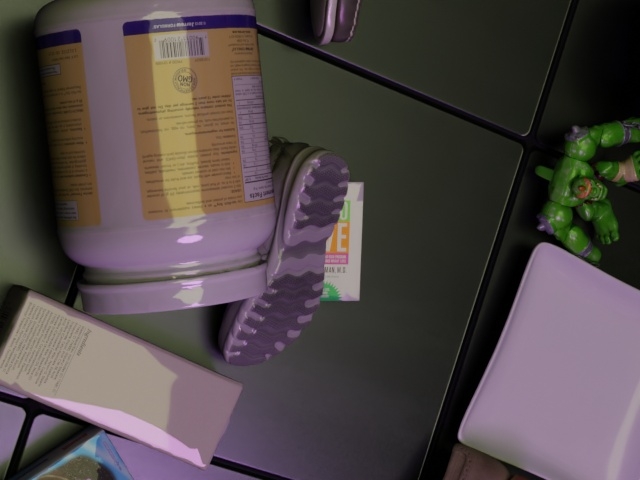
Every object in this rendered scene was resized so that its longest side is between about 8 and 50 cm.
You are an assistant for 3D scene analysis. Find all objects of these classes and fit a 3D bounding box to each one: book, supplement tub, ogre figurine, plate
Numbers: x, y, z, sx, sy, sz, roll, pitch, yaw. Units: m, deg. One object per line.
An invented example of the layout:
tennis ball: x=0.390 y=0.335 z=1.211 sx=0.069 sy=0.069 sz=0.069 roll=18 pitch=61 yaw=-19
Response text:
book: x=0.000 y=0.000 z=1.855 sx=0.096 sy=0.035 sz=0.144 roll=0 pitch=93 yaw=-18
supplement tub: x=-0.173 y=-0.099 z=1.663 sx=0.241 sy=0.241 sz=0.331 roll=-7 pitch=95 yaw=-22
ogre figurine: x=0.338 y=-0.066 z=1.959 sx=0.118 sy=0.097 sz=0.197 roll=11 pitch=121 yaw=-34
plate: x=0.329 y=0.177 z=1.986 sx=0.277 sy=0.045 sz=0.278 roll=26 pitch=84 yaw=-20

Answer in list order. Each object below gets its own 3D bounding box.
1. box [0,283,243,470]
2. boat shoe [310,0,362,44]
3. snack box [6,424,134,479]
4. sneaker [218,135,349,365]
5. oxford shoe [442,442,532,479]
box: x=-0.235 y=0.153 z=1.728 sx=0.275 sy=0.094 sz=0.113 roll=28 pitch=82 yaw=-21
boat shoe: x=0.047 y=-0.376 z=1.814 sx=0.091 sy=0.109 sz=0.305 roll=8 pitch=85 yaw=-18
snack box: x=-0.249 y=0.393 z=1.750 sx=0.187 sy=0.060 sz=0.322 roll=-33 pitch=104 yaw=-17
sneaker: x=-0.055 y=0.012 z=1.801 sx=0.105 sy=0.115 sz=0.281 roll=11 pitch=106 yaw=-44
oxford shoe: x=0.122 y=0.411 z=1.896 sx=0.130 sy=0.123 sz=0.348 roll=34 pitch=85 yaw=17
